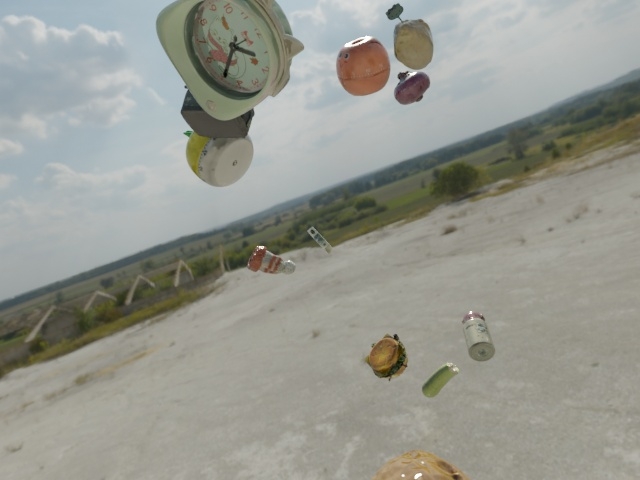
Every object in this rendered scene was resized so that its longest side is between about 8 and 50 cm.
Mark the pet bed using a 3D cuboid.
[{"bbox_3d":[-0.338,-0.452,1.706,0.210,0.160,0.183,2,-22,17],"label":"pet bed"}]

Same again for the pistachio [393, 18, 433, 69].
[{"bbox_3d":[0.330,-0.696,1.795,0.152,0.126,0.223,-50,-32,15],"label":"pistachio"}]

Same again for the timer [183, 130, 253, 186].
[{"bbox_3d":[-0.428,-0.370,2.000,0.284,0.286,0.285,-19,4,2],"label":"timer"}]

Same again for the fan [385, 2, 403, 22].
[{"bbox_3d":[0.240,-0.707,1.586,0.056,0.083,0.004,-35,-29,13],"label":"fan"}]

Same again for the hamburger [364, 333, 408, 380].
[{"bbox_3d":[0.254,0.438,1.885,0.164,0.093,0.190,-44,30,9],"label":"hamburger"}]

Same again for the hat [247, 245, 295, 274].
[{"bbox_3d":[-0.165,0.084,1.756,0.162,0.094,0.112,24,-13,-14],"label":"hat"}]

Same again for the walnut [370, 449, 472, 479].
[{"bbox_3d":[0.285,0.726,1.288,0.308,0.353,0.398,-63,8,-2],"label":"walnut"}]

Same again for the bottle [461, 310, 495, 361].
[{"bbox_3d":[0.662,0.395,2.147,0.109,0.110,0.233,-18,28,16],"label":"bottle"}]

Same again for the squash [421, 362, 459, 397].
[{"bbox_3d":[0.540,0.634,2.301,0.083,0.083,0.250,-24,-28,-44],"label":"squash"}]

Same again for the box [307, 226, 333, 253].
[{"bbox_3d":[0.000,0.000,1.534,0.024,0.083,0.054,-42,-26,-4],"label":"box"}]

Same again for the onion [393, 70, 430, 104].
[{"bbox_3d":[0.268,-0.459,1.505,0.115,0.105,0.115,-37,-2,-1],"label":"onion"}]

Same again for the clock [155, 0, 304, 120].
[{"bbox_3d":[-0.177,-0.415,1.079,0.324,0.265,0.109,-8,32,38],"label":"clock"}]

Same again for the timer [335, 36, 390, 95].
[{"bbox_3d":[0.177,-0.724,2.109,0.229,0.215,0.230,-11,27,6],"label":"timer"}]
